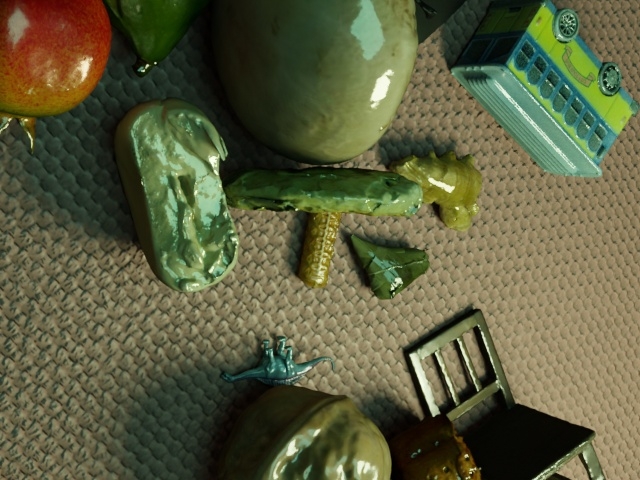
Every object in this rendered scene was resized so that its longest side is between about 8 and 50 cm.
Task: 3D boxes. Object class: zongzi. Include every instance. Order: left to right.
[{"bbox_3d":[0.130,0.011,1.680,0.154,0.062,0.131,-35,102,-30],"label":"zongzi"}]

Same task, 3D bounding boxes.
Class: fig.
[{"bbox_3d":[-0.227,-0.347,1.331,0.195,0.195,0.245,-16,117,-29],"label":"fig"}]

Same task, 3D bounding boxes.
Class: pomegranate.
[{"bbox_3d":[-0.379,-0.240,1.240,0.220,0.221,0.257,11,102,-32],"label":"pomegranate"}]

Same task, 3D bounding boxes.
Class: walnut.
[{"bbox_3d":[-0.029,0.351,1.509,0.227,0.273,0.273,31,81,-34],"label":"walnut"}]

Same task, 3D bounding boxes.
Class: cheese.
[{"bbox_3d":[-0.196,-0.065,1.367,0.127,0.233,0.266,-18,104,-17],"label":"cheese"}]

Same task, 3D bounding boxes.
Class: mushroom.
[{"bbox_3d":[0.012,-0.288,1.378,0.294,0.362,0.363,-13,104,-30],"label":"mushroom"}]

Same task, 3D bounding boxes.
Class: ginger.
[{"bbox_3d":[0.215,-0.102,1.696,0.115,0.081,0.205,-41,130,15],"label":"ginger"}]

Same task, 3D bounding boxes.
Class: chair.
[{"bbox_3d":[0.340,0.357,1.746,0.203,0.240,0.416,-29,112,-23],"label":"chair"}]

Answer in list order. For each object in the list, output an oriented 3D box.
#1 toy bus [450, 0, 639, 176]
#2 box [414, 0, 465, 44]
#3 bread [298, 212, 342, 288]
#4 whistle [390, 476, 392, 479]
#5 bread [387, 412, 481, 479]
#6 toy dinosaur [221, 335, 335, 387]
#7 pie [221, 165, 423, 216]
[{"bbox_3d":[0.399,-0.268,1.744,0.312,0.152,0.190,39,75,-29],"label":"toy bus"},{"bbox_3d":[0.155,-0.450,1.631,0.201,0.042,0.212,-43,116,-19],"label":"box"},{"bbox_3d":[0.000,0.000,1.599,0.052,0.044,0.157,9,92,-35],"label":"bread"},{"bbox_3d":[0.061,0.465,1.664,0.163,0.163,0.290,-7,63,-31],"label":"whistle"},{"bbox_3d":[0.198,0.416,1.663,0.135,0.246,0.232,-18,89,-12],"label":"bread"},{"bbox_3d":[-0.065,0.198,1.590,0.197,0.045,0.080,-3,112,-24],"label":"toy dinosaur"},{"bbox_3d":[-0.007,-0.073,1.436,0.306,0.306,0.071,0,93,-32],"label":"pie"}]
